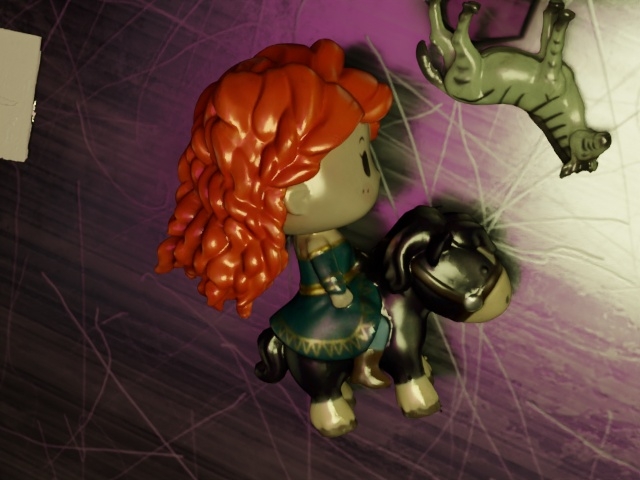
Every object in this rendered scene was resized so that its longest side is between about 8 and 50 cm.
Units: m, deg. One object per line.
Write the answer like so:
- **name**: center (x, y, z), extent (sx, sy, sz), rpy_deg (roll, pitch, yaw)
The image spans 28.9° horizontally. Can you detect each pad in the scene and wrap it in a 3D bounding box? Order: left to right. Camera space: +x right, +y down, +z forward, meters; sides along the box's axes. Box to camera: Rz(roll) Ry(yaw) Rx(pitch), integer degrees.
- **pad**: center (-0.442, -0.187, 1.479), extent (0.232, 0.004, 0.156), rpy_deg (11, 100, 13)

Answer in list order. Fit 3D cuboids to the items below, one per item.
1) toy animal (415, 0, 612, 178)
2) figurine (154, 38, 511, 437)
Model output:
- **toy animal**: center (0.201, -0.162, 1.281), extent (0.217, 0.073, 0.176), rpy_deg (11, 115, 17)
- **figurine**: center (0.011, 0.005, 1.289), extent (0.306, 0.241, 0.412), rpy_deg (-40, 97, 25)
